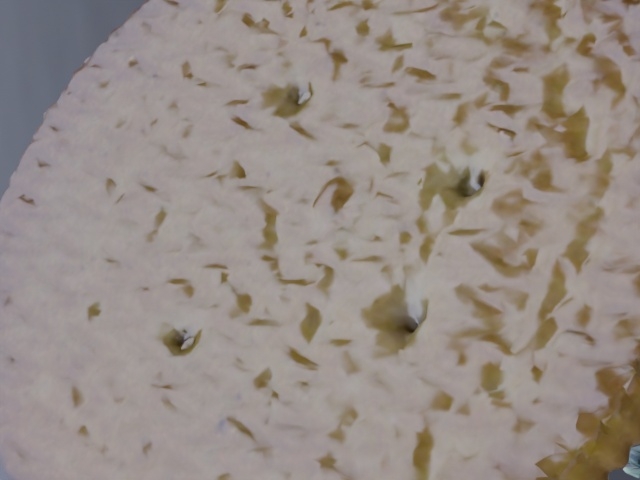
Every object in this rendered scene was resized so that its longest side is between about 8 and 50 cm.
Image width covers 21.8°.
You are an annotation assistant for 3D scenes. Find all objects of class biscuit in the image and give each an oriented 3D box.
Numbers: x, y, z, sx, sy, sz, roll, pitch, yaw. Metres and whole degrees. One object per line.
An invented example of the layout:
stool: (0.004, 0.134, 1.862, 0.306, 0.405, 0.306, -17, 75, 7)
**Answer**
biscuit: (0.000, 0.000, 0.585, 0.305, 0.038, 0.305, -16, 56, 26)

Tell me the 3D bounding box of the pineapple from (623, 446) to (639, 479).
pineapple: (0.342, 0.166, 1.372, 0.083, 0.221, 0.103, 43, 134, 46)
